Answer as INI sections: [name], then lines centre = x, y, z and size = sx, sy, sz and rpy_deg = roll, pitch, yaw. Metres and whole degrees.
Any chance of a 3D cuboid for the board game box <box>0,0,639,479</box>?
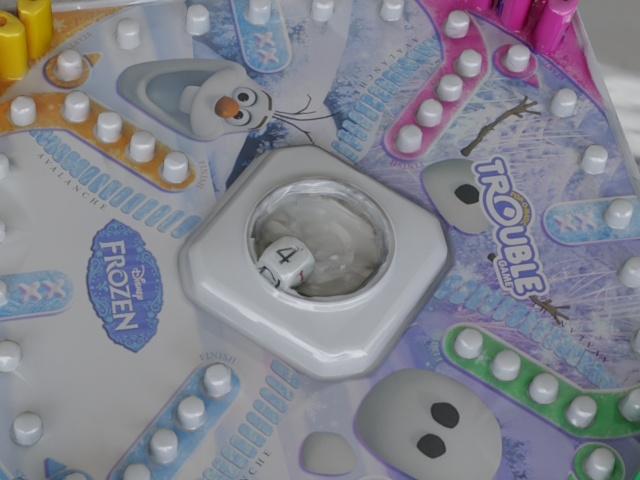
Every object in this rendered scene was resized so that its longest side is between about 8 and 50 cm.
[board game box]
centre = 0.000, 0.000, 0.839
size = 0.390, 0.390, 0.050
rpy_deg = -7, 148, -11
